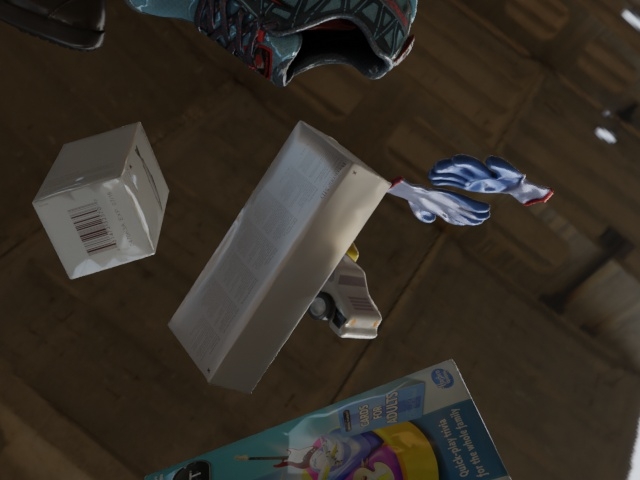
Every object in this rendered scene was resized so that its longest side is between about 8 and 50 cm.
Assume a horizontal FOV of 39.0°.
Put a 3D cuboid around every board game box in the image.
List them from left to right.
[{"bbox_3d":[0.005,0.259,0.808,0.254,0.336,0.079,-108,-4,-64],"label":"board game box"}]

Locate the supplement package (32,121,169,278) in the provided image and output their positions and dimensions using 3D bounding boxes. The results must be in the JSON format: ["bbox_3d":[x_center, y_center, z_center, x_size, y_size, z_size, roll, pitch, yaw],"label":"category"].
[{"bbox_3d":[-0.251,-0.052,1.060,0.179,0.105,0.105,-98,-10,-63],"label":"supplement package"}]

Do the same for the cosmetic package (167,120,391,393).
[{"bbox_3d":[-0.041,0.017,0.841,0.060,0.239,0.099,26,-167,-41],"label":"cosmetic package"}]

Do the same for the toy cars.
[{"bbox_3d":[0.000,0.000,1.266,0.176,0.087,0.393,30,-163,-17],"label":"toy cars"}]

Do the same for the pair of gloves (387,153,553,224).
[{"bbox_3d":[0.172,-0.057,1.104,0.159,0.198,0.023,18,-113,-28],"label":"pair of gloves"}]

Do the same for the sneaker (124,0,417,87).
[{"bbox_3d":[-0.048,-0.196,0.766,0.262,0.104,0.125,4,-112,2],"label":"sneaker"}]

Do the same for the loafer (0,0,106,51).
[{"bbox_3d":[-0.266,-0.220,0.697,0.220,0.078,0.080,18,-164,-25],"label":"loafer"}]
